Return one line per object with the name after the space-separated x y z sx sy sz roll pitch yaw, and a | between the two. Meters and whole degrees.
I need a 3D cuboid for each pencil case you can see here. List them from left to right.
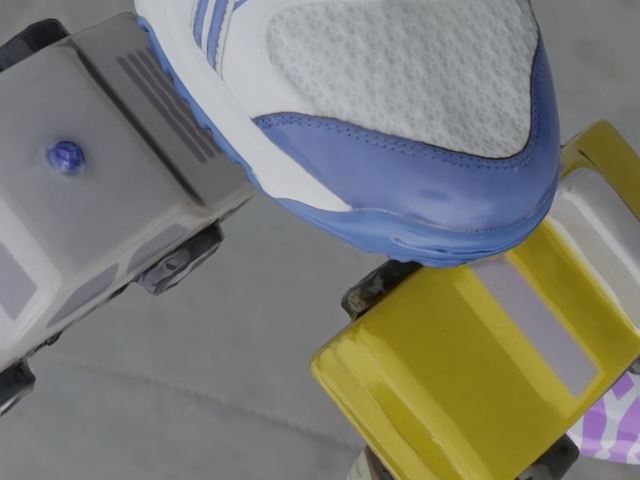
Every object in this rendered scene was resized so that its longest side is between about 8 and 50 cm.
0.167 0.094 1.173 0.206 0.086 0.088 13 97 -1 | pencil case

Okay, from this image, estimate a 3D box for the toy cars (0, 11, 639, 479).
0.000 0.000 0.629 0.087 0.394 0.176 -41 47 51 | toy cars

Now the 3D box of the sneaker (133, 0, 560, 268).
-0.001 -0.138 0.526 0.131 0.112 0.296 -46 63 55 | sneaker

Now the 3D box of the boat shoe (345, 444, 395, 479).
0.051 0.242 1.260 0.109 0.302 0.098 31 101 -13 | boat shoe
